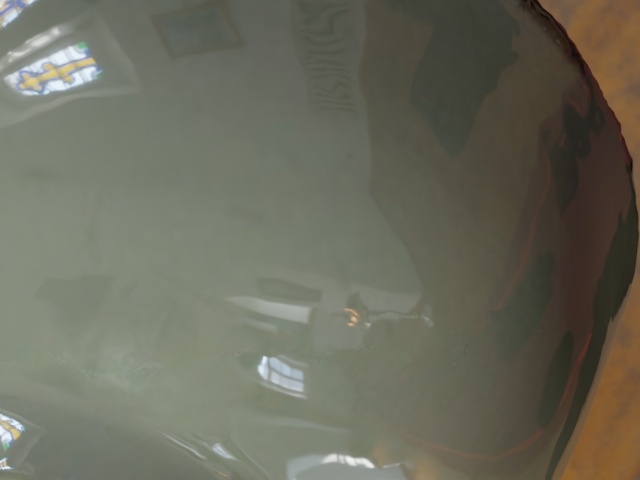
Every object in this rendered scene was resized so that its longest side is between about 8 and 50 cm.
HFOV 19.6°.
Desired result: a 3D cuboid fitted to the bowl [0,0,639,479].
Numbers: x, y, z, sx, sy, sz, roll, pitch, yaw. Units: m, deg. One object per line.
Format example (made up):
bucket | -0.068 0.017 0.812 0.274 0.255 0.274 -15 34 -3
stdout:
bowl | -0.077 0.050 0.613 0.354 0.353 0.185 -46 24 45
